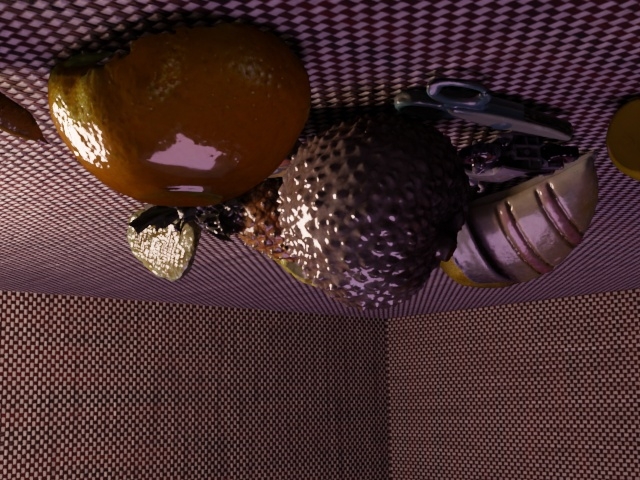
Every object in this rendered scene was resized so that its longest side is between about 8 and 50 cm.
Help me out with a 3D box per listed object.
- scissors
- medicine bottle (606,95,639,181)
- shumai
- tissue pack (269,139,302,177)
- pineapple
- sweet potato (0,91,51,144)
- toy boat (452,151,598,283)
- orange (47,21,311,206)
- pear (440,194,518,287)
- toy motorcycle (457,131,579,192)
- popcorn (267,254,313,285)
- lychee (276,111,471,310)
[{"bbox_3d":[0.244,-0.177,1.226,0.289,0.041,0.138,10,167,-29],"label":"scissors"},{"bbox_3d":[0.509,-0.131,1.281,0.122,0.122,0.212,-9,167,38],"label":"medicine bottle"},{"bbox_3d":[-0.304,-0.003,1.884,0.184,0.184,0.142,-7,-168,27],"label":"shumai"},{"bbox_3d":[-0.094,-0.140,1.342,0.109,0.060,0.148,-6,167,17],"label":"tissue pack"},{"bbox_3d":[-0.181,-0.055,1.622,0.364,0.165,0.165,9,168,-7],"label":"pineapple"},{"bbox_3d":[-0.432,-0.181,1.077,0.067,0.067,0.274,-6,161,27],"label":"sweet potato"},{"bbox_3d":[0.355,-0.015,1.592,0.293,0.111,0.276,-5,132,16],"label":"toy boat"},{"bbox_3d":[-0.179,-0.145,1.077,0.335,0.196,0.262,0,158,35],"label":"orange"},{"bbox_3d":[0.339,0.002,1.789,0.228,0.188,0.211,1,167,0],"label":"pear"},{"bbox_3d":[0.305,-0.125,1.416,0.215,0.080,0.122,-1,170,-23],"label":"toy motorcycle"},{"bbox_3d":[-0.001,0.000,1.783,0.187,0.185,0.167,15,178,19],"label":"popcorn"},{"bbox_3d":[0.072,-0.049,1.266,0.300,0.300,0.300,-1,169,0],"label":"lychee"}]
